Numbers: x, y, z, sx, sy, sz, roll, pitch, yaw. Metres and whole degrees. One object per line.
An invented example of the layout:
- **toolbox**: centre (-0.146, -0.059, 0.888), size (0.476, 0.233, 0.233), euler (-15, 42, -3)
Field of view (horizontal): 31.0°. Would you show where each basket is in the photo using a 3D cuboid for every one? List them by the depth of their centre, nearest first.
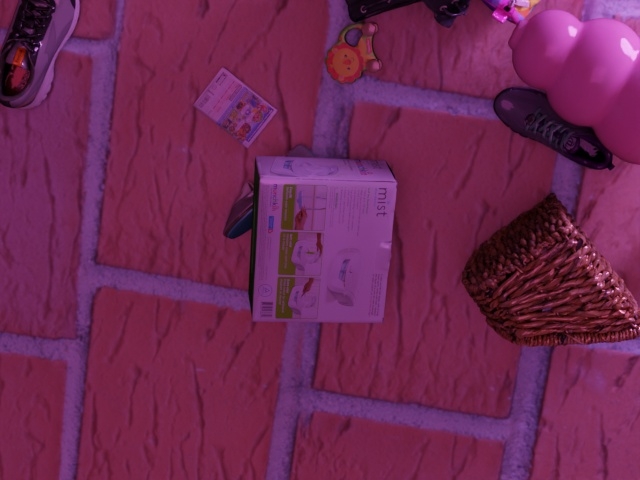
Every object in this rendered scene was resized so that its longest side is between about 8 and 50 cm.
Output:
- **basket**: centre (0.373, 0.088, 1.884), size (0.213, 0.299, 0.223), euler (-37, 97, 12)

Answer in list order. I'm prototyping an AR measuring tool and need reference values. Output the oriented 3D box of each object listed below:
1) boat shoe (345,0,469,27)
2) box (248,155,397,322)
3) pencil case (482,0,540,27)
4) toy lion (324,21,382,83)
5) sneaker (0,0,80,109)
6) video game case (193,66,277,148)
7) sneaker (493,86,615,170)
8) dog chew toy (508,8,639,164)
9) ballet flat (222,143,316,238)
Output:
- **boat shoe**: centre (0.185, -0.396, 1.841), size (0.340, 0.127, 0.113), euler (3, 102, 24)
- **box**: centre (0.000, 0.000, 1.948), size (0.231, 0.127, 0.262), euler (0, 112, -8)
- **pencil case**: centre (0.357, -0.453, 1.864), size (0.104, 0.104, 0.236), euler (38, 102, -4)
- **toy lion**: centre (0.054, -0.318, 1.959), size (0.096, 0.034, 0.100), euler (-3, 103, 14)
- **sneaker**: centre (-0.485, -0.347, 1.959), size (0.100, 0.108, 0.271), euler (20, 103, 2)
- **video game case**: centre (-0.148, -0.231, 2.005), size (0.122, 0.011, 0.087), euler (39, 103, -4)
- **sneaker**: centre (0.395, -0.188, 1.922), size (0.224, 0.098, 0.083), euler (27, 104, -2)
- **dog chew toy**: centre (0.457, -0.259, 1.847), size (0.332, 0.206, 0.206), euler (27, 104, 1)
- **ballet flat**: centre (-0.096, -0.088, 2.015), size (0.213, 0.072, 0.068), euler (-38, 70, 11)
